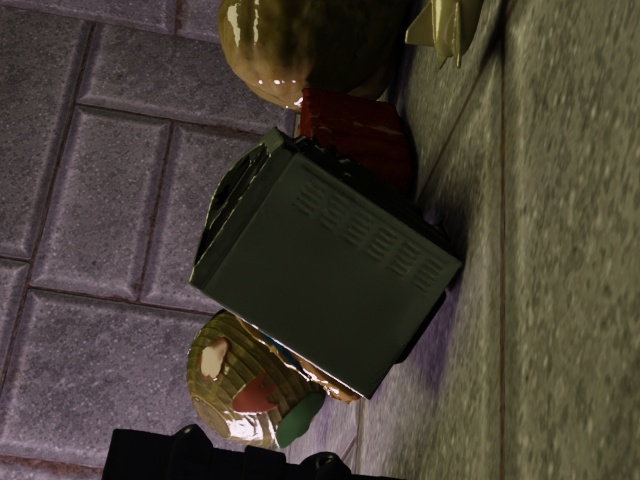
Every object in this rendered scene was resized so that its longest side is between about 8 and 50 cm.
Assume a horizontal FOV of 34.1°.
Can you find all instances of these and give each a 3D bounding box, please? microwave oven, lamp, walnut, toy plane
[{"bbox_3d":[0.000,0.000,1.087,0.181,0.237,0.295,-57,8,5],"label":"microwave oven"},{"bbox_3d":[-0.086,0.214,1.766,0.284,0.250,0.250,-38,-18,-29],"label":"lamp"},{"bbox_3d":[-0.007,-0.319,1.506,0.282,0.253,0.277,62,-135,-80],"label":"walnut"},{"bbox_3d":[0.135,-0.279,0.954,0.229,0.092,0.244,-103,24,-80],"label":"toy plane"}]

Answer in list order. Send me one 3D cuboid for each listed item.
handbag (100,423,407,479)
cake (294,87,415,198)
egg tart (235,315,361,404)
[{"bbox_3d":[-0.071,0.333,0.950,0.329,0.303,0.122,-87,11,-46],"label":"handbag"},{"bbox_3d":[0.031,-0.080,1.367,0.283,0.151,0.177,-102,25,-61],"label":"cake"},{"bbox_3d":[-0.027,0.085,1.353,0.107,0.291,0.291,-46,9,3],"label":"egg tart"}]
